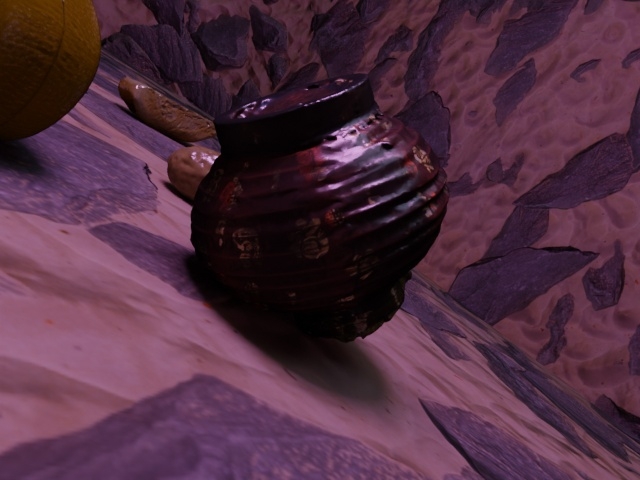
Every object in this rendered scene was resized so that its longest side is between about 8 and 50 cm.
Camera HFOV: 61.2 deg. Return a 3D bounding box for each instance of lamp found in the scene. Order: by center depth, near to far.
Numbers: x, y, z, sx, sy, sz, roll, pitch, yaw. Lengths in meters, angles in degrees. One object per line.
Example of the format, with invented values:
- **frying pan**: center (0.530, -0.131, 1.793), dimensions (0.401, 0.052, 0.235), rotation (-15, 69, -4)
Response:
- **lamp**: center (0.000, -0.026, 0.502), dimensions (0.247, 0.247, 0.247), rotation (34, 7, -5)

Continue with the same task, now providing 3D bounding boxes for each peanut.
- **peanut**: center (-0.124, -0.061, 0.707), dimensions (0.193, 0.089, 0.089), rotation (33, 6, 19)

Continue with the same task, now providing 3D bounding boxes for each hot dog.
- **hot dog**: center (-0.326, -0.267, 1.163), dimensions (0.084, 0.073, 0.242), rotation (35, 8, 38)

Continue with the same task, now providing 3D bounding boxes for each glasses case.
- **glasses case**: center (-0.337, -0.235, 0.465), dimensions (0.371, 0.173, 0.141), rotation (37, 3, 16)
